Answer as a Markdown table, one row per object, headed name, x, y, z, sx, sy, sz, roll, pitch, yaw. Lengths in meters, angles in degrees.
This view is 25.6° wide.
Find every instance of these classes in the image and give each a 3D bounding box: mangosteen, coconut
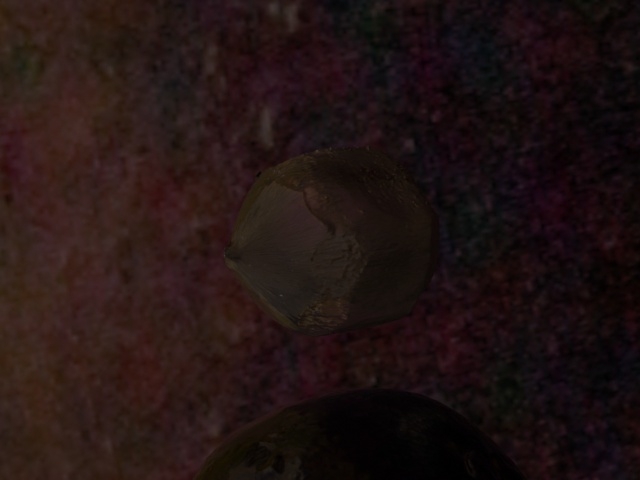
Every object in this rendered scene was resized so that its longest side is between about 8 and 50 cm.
| name | x | y | z | sx | sy | sz | roll | pitch | yaw |
| --- | --- | --- | --- | --- | --- | --- | --- | --- | --- |
| mangosteen | 0.021 | 0.261 | 1.028 | 0.330 | 0.330 | 0.330 | 22 | 117 | 52 |
| coconut | 0.000 | 0.000 | 0.810 | 0.110 | 0.124 | 0.110 | 9 | 101 | 57 |
